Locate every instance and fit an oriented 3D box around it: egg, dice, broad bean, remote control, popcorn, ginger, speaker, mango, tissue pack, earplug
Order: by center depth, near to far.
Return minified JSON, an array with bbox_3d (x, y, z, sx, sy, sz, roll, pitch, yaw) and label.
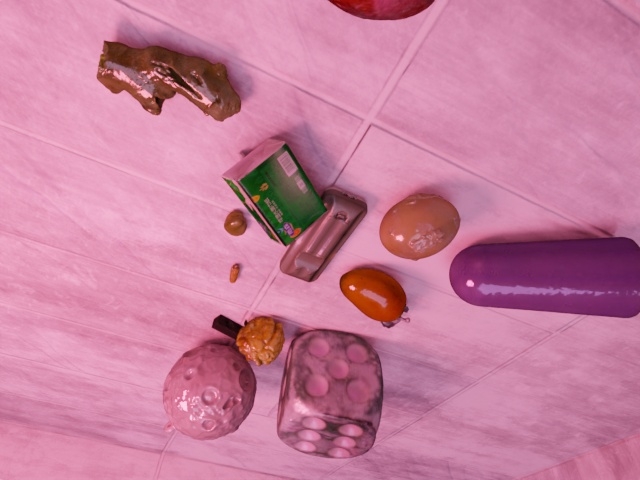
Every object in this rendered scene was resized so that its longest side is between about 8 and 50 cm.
[{"bbox_3d":[-0.308,-0.321,0.833,0.290,0.089,0.137,3,115,-6],"label":"ginger"},{"bbox_3d":[-0.116,-0.118,0.979,0.148,0.156,0.209,-44,125,-14],"label":"tissue pack"},{"bbox_3d":[0.247,-0.033,1.023,0.201,0.164,0.164,-20,129,15],"label":"egg"},{"bbox_3d":[0.585,0.096,1.105,0.456,0.215,0.215,0,134,8],"label":"earplug"},{"bbox_3d":[-0.234,-0.044,1.119,0.063,0.045,0.083,0,142,-12],"label":"broad bean"},{"bbox_3d":[0.000,0.000,1.130,0.128,0.065,0.335,20,131,-17],"label":"remote control"},{"bbox_3d":[0.164,0.160,1.236,0.221,0.120,0.151,39,125,-18],"label":"mango"},{"bbox_3d":[-0.209,0.341,1.409,0.173,0.173,0.142,-20,146,20],"label":"popcorn"},{"bbox_3d":[0.027,0.551,1.460,0.330,0.348,0.328,9,132,-7],"label":"dice"},{"bbox_3d":[-0.302,0.334,1.481,0.191,0.040,0.046,37,127,-28],"label":"speaker"}]

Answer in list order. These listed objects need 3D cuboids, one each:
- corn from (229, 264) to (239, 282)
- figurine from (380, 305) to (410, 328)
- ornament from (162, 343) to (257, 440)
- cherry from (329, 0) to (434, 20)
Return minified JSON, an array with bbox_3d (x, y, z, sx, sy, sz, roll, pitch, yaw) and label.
[{"bbox_3d":[-0.269,0.102,1.269,0.027,0.028,0.083,10,137,-14],"label":"corn"},{"bbox_3d":[0.241,0.241,1.331,0.094,0.082,0.086,23,153,-28],"label":"figurine"},{"bbox_3d":[-0.390,0.546,1.487,0.337,0.337,0.337,2,134,2],"label":"ornament"},{"bbox_3d":[0.093,-0.435,0.637,0.250,0.192,0.175,11,97,-30],"label":"cherry"}]
